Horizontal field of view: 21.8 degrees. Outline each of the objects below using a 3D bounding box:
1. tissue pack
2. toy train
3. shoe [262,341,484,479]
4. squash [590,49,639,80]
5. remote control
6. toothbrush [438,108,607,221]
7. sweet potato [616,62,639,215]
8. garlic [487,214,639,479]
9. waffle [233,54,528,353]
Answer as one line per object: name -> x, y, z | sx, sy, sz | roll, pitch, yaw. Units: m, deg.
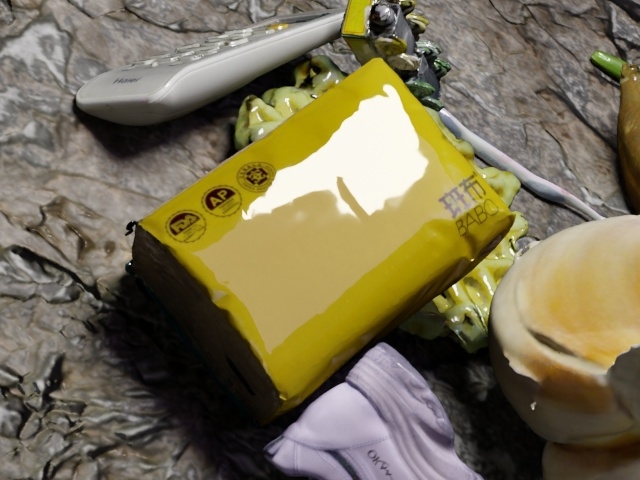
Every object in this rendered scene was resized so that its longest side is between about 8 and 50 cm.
tissue pack -> 0.000, 0.000, 1.358 | 0.271, 0.134, 0.192 | -37, 81, -25
toy train -> 0.071, -0.183, 1.621 | 0.202, 0.081, 0.060 | 46, 54, -65
shoe -> 0.061, 0.213, 1.309 | 0.245, 0.138, 0.095 | 60, -6, -12
squash -> 0.360, -0.200, 1.976 | 0.089, 0.027, 0.027 | 26, 42, -15
remote control -> -0.086, -0.161, 1.545 | 0.313, 0.109, 0.055 | -28, 111, -49
toothbrush -> 0.222, -0.064, 1.745 | 0.269, 0.021, 0.027 | 34, 35, -8
sweet potato -> 0.422, -0.034, 1.789 | 0.158, 0.158, 0.369 | -4, 50, -40
garlic -> 0.272, 0.123, 1.439 | 0.286, 0.249, 0.313 | 41, 19, -11
waffle -> 0.056, -0.033, 1.548 | 0.317, 0.073, 0.297 | 29, 42, -12
